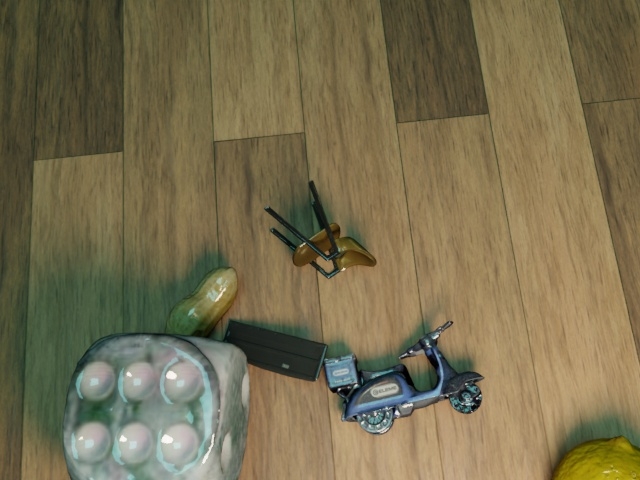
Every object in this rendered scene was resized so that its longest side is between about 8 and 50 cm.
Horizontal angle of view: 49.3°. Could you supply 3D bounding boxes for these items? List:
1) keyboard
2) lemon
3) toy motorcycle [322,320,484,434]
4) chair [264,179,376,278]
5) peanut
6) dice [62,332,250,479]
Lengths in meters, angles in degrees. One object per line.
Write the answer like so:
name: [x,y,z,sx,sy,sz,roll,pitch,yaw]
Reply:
keyboard: [-0.070,0.269,1.650,0.381,0.041,0.103,9,73,32]
lemon: [0.607,0.554,1.466,0.267,0.267,0.267,-1,73,3]
toy motorcycle: [0.197,0.325,1.625,0.359,0.125,0.212,-13,68,2]
chair: [0.000,0.000,1.720,0.172,0.158,0.246,-31,73,-9]
peanut: [-0.286,0.161,1.706,0.236,0.120,0.110,-51,38,-6]
dice: [-0.342,0.383,1.523,0.328,0.348,0.330,1,72,5]
